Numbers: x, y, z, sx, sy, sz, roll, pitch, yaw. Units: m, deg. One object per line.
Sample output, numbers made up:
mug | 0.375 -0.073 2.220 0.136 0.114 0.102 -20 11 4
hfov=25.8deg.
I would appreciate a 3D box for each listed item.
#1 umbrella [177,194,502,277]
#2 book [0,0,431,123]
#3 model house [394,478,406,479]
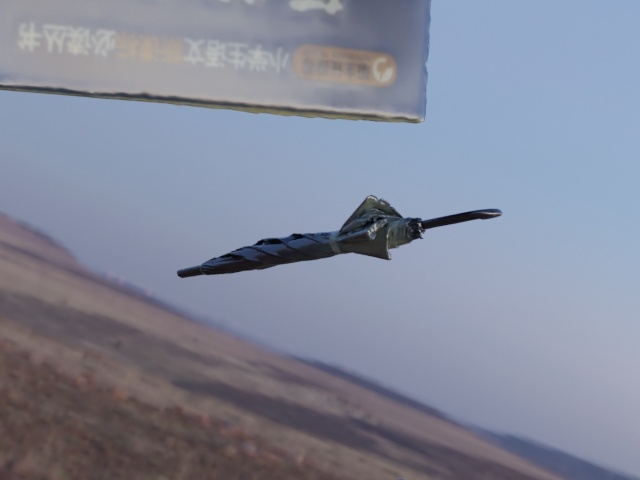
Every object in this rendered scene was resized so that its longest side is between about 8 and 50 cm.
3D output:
umbrella | -0.003 0.000 0.933 0.269 0.044 0.044 -11 -4 34
book | -0.055 -0.291 0.834 0.300 0.428 0.039 1 3 -30
model house | 0.027 0.207 0.844 0.148 0.119 0.148 -34 -39 31
